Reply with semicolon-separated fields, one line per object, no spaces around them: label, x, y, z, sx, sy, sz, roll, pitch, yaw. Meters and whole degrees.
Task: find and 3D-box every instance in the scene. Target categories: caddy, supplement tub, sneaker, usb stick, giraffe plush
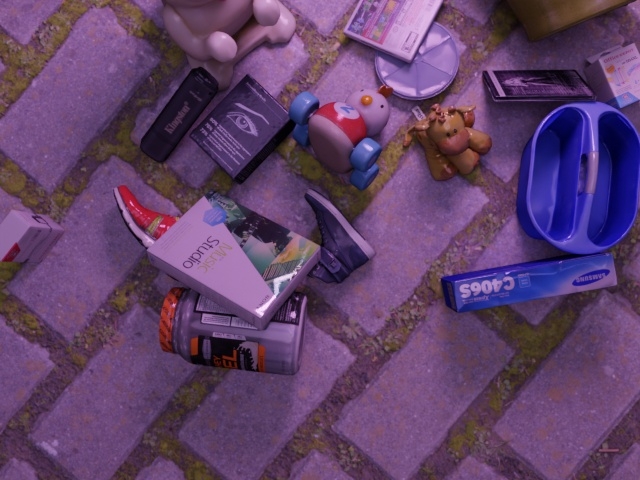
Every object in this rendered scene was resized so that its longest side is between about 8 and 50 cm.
caddy;0.578;-0.137;1.344;0.241;0.179;0.342;7;86;2
supplement tub;-0.195;0.199;1.381;0.315;0.193;0.194;6;90;4
sneaker;0.000;0.000;1.426;0.163;0.086;0.226;-41;89;-1
usb stick;-0.334;-0.288;1.402;0.077;0.045;0.278;42;125;-10
giraffe plush;0.293;-0.249;1.371;0.210;0.170;0.181;39;92;3
sneaker;-0.392;-0.031;1.456;0.118;0.107;0.279;-40;91;-17

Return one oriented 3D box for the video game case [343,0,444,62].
video game case;0.180;-0.547;1.435;0.183;0.023;0.201;27;86;12

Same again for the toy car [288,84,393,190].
toy car;0.086;-0.285;1.381;0.219;0.210;0.238;38;79;13

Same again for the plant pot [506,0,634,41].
plant pot;0.522;-0.643;1.300;0.366;0.366;0.353;-22;99;2

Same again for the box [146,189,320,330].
box;-0.193;0.033;1.354;0.322;0.058;0.232;28;56;17

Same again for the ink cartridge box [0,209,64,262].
ink cartridge box;-0.703;-0.007;1.432;0.063;0.150;0.109;38;91;7

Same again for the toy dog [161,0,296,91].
toy dog;-0.244;-0.569;1.286;0.284;0.408;0.396;-28;88;2

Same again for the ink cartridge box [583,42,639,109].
ink cartridge box;0.690;-0.380;1.393;0.092;0.090;0.143;-24;89;3

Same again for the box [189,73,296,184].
box;-0.181;-0.262;1.428;0.207;0.108;0.153;-45;87;1

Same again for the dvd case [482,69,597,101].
dvd case;0.497;-0.357;1.378;0.221;0.165;0.018;1;126;3

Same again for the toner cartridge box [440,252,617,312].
toner cartridge box;0.462;0.092;1.362;0.347;0.165;0.075;-11;90;3

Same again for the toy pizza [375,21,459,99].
toy pizza;0.232;-0.435;1.445;0.201;0.032;0.201;-1;85;6
